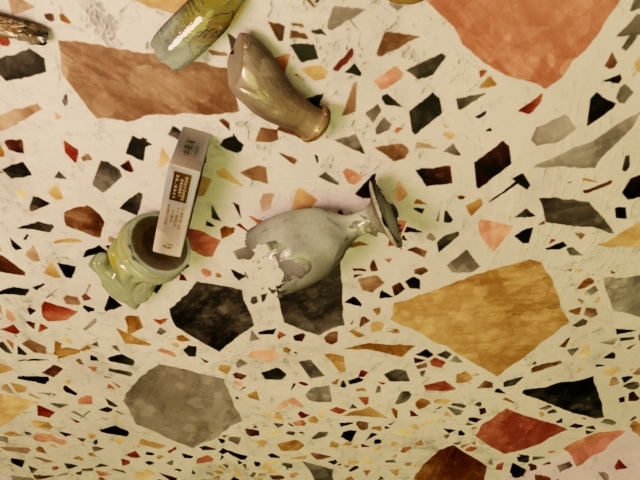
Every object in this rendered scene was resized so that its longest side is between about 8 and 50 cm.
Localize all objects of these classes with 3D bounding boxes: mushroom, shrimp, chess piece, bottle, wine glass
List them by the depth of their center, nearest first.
[{"bbox_3d":[-0.602,-0.403,1.021,0.220,0.152,0.046,12,87,-17],"label":"shrimp"},{"bbox_3d":[-0.189,-0.413,1.029,0.270,0.083,0.083,-34,122,20],"label":"bottle"},{"bbox_3d":[-0.092,-0.286,1.128,0.247,0.108,0.096,39,161,-25],"label":"mushroom"},{"bbox_3d":[0.003,-0.002,1.315,0.357,0.190,0.190,-22,127,12],"label":"wine glass"},{"bbox_3d":[-0.459,0.065,1.415,0.176,0.175,0.298,32,137,-24],"label":"chess piece"}]

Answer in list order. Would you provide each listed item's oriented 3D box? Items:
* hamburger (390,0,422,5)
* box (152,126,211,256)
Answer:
[{"bbox_3d":[0.143,-0.469,0.940,0.176,0.136,0.175,2,129,3],"label":"hamburger"},{"bbox_3d":[-0.301,-0.102,1.248,0.067,0.155,0.242,15,128,-10],"label":"box"}]
